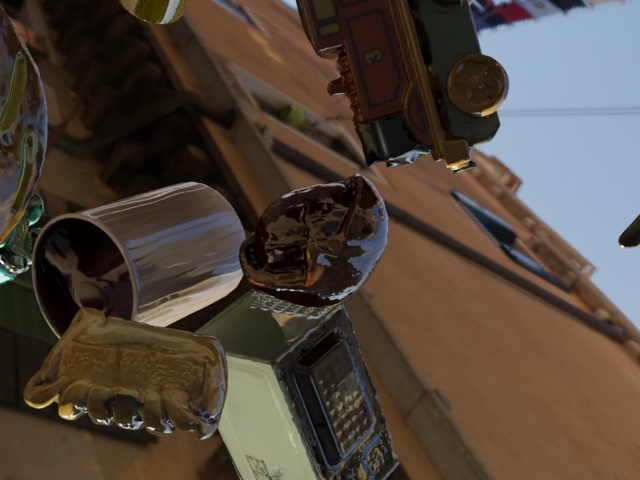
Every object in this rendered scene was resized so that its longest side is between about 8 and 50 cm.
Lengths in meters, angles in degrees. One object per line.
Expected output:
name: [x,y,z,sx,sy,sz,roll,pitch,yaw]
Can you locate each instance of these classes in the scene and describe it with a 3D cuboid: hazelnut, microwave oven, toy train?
hazelnut: [-0.002,-0.004,1.176,0.201,0.160,0.170,-53,-139,18]
microwave oven: [-0.035,0.241,1.340,0.237,0.295,0.181,3,-150,44]
toy train: [0.105,-0.258,1.143,0.232,0.163,0.369,-15,-87,11]
toy train: [-0.542,-0.019,1.478,0.154,0.107,0.198,-23,-118,10]

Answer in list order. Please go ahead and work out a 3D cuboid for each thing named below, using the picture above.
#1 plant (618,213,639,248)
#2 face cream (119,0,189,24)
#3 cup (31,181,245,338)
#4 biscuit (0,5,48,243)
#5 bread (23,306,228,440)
plant: [0.505,-0.080,1.051,0.180,0.251,0.333,-152,-106,-66]
face cream: [-0.167,-0.427,1.132,0.348,0.105,0.105,-47,-144,50]
cup: [-0.278,0.060,1.365,0.208,0.273,0.288,32,-58,23]
biscuit: [-0.394,-0.084,0.733,0.070,0.350,0.394,11,-133,31]
bread: [-0.219,0.159,1.036,0.081,0.225,0.134,96,6,-55]
